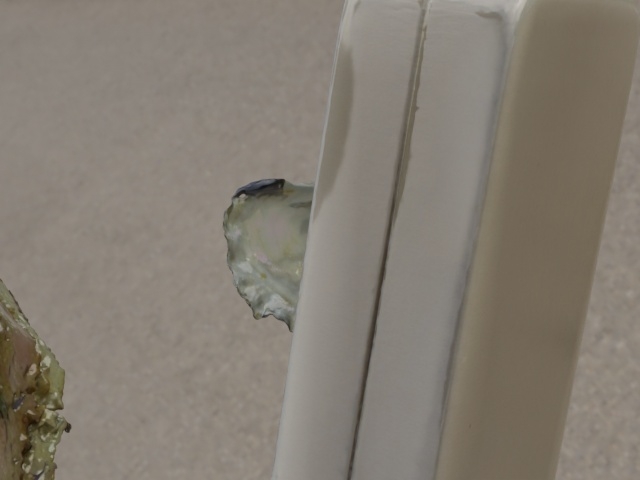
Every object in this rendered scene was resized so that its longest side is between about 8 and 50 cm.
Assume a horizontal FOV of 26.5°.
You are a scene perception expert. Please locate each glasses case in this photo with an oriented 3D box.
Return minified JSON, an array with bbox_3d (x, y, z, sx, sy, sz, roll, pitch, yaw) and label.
[{"bbox_3d":[0.050,0.057,0.568,0.076,0.336,0.144,15,13,29],"label":"glasses case"}]

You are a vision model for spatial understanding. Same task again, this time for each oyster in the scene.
[{"bbox_3d":[0.000,0.000,0.856,0.045,0.121,0.146,-8,39,52],"label":"oyster"}]

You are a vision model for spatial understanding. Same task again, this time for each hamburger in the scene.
[{"bbox_3d":[-0.272,0.108,0.917,0.282,0.155,0.245,25,69,41],"label":"hamburger"}]
